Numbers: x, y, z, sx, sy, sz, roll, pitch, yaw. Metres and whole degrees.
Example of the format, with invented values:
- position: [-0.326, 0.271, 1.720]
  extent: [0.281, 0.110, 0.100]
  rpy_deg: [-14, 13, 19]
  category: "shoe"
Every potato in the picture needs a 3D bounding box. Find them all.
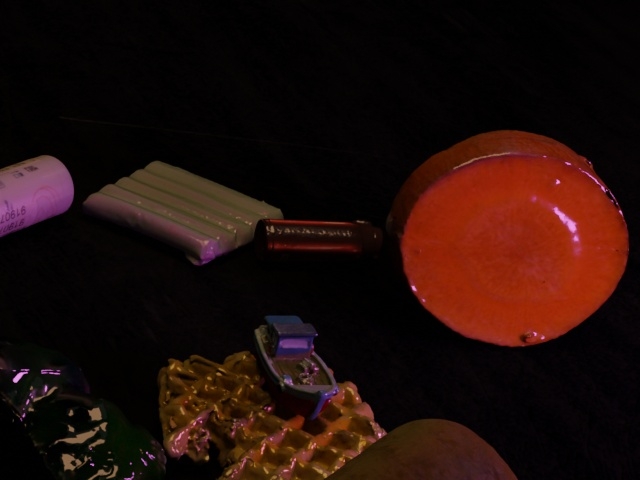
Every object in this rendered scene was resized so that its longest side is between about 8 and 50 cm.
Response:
- position: [0.079, 0.288, 1.728]
  extent: [0.307, 0.173, 0.210]
  rpy_deg: [-19, 67, -45]
  category: "potato"

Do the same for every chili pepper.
- position: [-0.273, 0.173, 1.874]
  extent: [0.264, 0.116, 0.148]
  rpy_deg: [32, 31, 32]
  category: "chili pepper"

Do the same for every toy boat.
- position: [-0.026, 0.134, 1.989]
  extent: [0.069, 0.058, 0.173]
  rpy_deg: [2, 27, -20]
  category: "toy boat"

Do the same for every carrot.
- position: [0.227, -0.004, 2.250]
  extent: [0.307, 0.258, 0.100]
  rpy_deg: [5, 14, -23]
  category: "carrot"

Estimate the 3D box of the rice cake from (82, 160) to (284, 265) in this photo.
- position: [-0.178, -0.037, 2.382]
  extent: [0.198, 0.037, 0.189]
  rpy_deg: [26, 31, 25]
  category: "rice cake"

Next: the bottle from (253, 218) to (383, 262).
- position: [0.000, 0.000, 2.358]
  extent: [0.164, 0.060, 0.060]
  rpy_deg: [2, 29, -19]
  category: "bottle"

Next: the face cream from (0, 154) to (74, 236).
- position: [-0.421, -0.035, 2.242]
  extent: [0.082, 0.082, 0.269]
  rpy_deg: [28, 33, 28]
  category: "face cream"

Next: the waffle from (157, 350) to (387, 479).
- position: [-0.053, 0.200, 1.973]
  extent: [0.250, 0.056, 0.261]
  rpy_deg: [5, 25, -14]
  category: "waffle"
